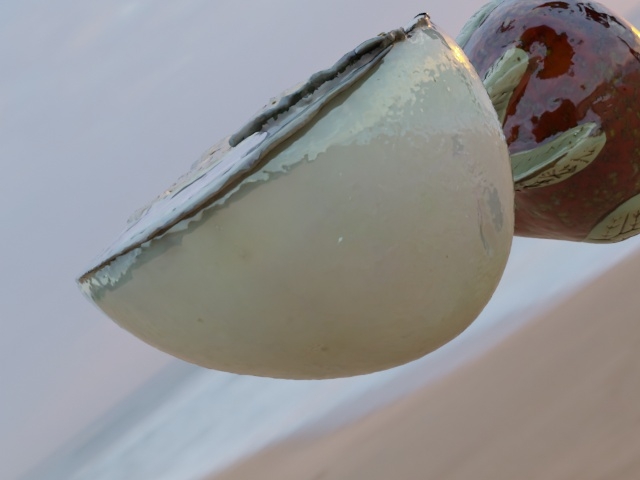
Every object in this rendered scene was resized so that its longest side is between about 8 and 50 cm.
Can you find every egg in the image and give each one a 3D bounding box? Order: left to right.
[{"bbox_3d":[-0.002,0.002,1.195,0.264,0.174,0.286,-38,6,-40],"label":"egg"}]

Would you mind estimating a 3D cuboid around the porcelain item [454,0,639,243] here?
[{"bbox_3d":[0.188,-0.084,1.737,0.253,0.253,0.253,-37,0,0],"label":"porcelain item"}]
